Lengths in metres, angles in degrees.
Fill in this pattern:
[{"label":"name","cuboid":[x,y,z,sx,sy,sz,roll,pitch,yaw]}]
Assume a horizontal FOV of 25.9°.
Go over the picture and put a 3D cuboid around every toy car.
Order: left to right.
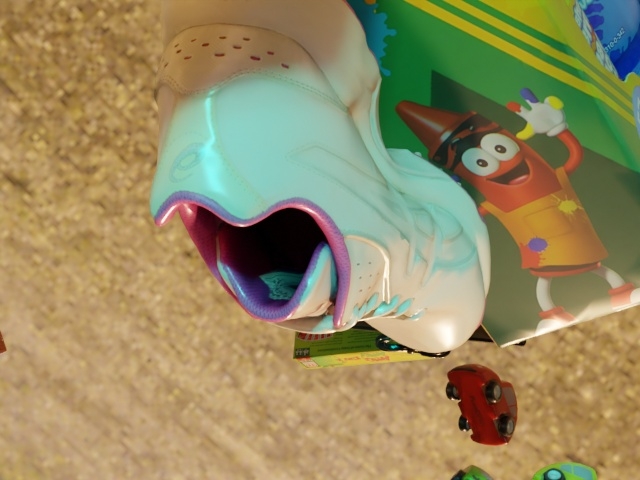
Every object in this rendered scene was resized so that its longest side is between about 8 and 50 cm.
[{"label":"toy car","cuboid":[0.196,0.254,1.532,0.239,0.053,0.225,46,137,5]}]

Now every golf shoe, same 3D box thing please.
[{"label":"golf shoe","cuboid":[0.000,0.000,0.698,0.115,0.140,0.306,-5,148,28]}]

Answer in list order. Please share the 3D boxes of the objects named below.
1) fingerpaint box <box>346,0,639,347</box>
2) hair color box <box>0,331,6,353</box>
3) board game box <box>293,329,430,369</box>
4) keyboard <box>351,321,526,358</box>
[{"label":"fingerpaint box","cuboid":[0.114,-0.220,0.972,0.163,0.445,0.371,-21,128,25]},{"label":"hair color box","cuboid":[-0.349,0.094,1.145,0.167,0.093,0.053,-16,94,39]},{"label":"board game box","cuboid":[0.059,0.102,1.706,0.181,0.092,0.043,-7,154,24]},{"label":"keyboard","cuboid":[0.079,0.053,1.117,0.180,0.023,0.108,6,130,1]}]
